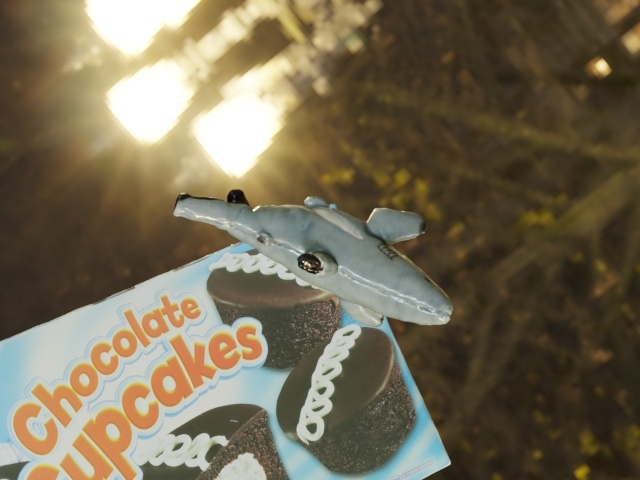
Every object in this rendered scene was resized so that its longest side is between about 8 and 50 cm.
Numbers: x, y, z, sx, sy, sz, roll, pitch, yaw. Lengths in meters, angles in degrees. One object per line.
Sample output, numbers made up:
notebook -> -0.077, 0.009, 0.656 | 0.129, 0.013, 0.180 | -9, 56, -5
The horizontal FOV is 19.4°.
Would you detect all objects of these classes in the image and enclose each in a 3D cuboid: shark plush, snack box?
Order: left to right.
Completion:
snack box -> -0.096, 0.121, 1.165 | 0.187, 0.322, 0.060 | 66, 156, 2
shark plush -> 0.000, 0.000, 1.054 | 0.161, 0.073, 0.067 | 33, -164, -15
